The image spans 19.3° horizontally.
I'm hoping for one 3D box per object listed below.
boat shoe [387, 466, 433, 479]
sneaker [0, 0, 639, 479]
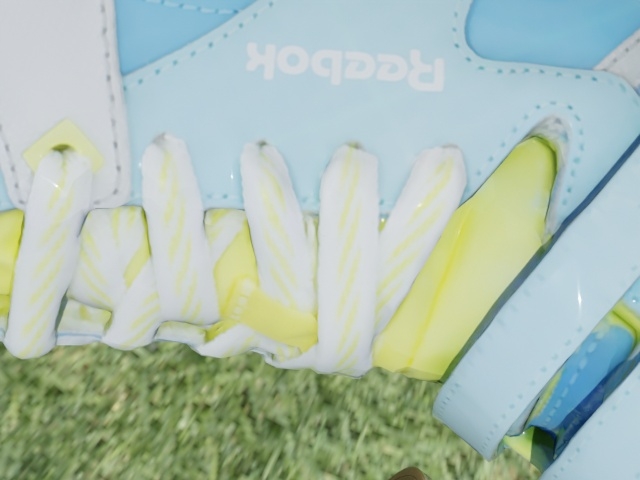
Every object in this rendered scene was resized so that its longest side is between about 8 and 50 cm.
[{"bbox_3d":[0.047,0.216,1.295,0.045,0.050,0.135,20,110,-29],"label":"boat shoe"},{"bbox_3d":[0.000,0.000,0.401,0.319,0.127,0.208,-25,70,-26],"label":"sneaker"}]
